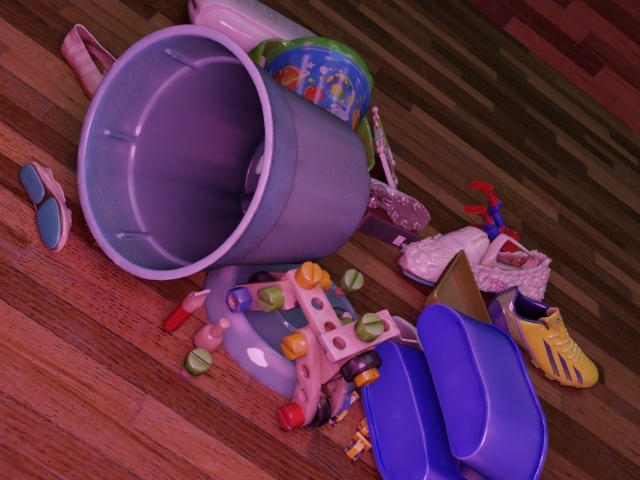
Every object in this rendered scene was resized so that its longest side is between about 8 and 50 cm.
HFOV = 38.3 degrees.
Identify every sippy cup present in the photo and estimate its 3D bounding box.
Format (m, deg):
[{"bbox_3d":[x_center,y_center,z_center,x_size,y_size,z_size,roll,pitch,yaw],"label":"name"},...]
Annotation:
[{"bbox_3d":[-0.020,-0.248,1.842,0.306,0.240,0.224,13,48,-3],"label":"sippy cup"}]

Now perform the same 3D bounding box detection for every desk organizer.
[{"bbox_3d":[0.135,-0.031,1.887,0.130,0.047,0.050,23,34,-26],"label":"desk organizer"}]

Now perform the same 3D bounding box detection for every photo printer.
[{"bbox_3d":[-0.144,-0.450,1.999,0.308,0.107,0.256,27,21,-17],"label":"photo printer"}]

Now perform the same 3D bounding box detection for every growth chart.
[{"bbox_3d":[0.144,-0.174,2.010,0.237,0.021,0.172,-90,160,-60],"label":"growth chart"}]

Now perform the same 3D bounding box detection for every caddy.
[{"bbox_3d":[0.209,0.265,1.419,0.179,0.241,0.341,30,33,-34],"label":"caddy"}]

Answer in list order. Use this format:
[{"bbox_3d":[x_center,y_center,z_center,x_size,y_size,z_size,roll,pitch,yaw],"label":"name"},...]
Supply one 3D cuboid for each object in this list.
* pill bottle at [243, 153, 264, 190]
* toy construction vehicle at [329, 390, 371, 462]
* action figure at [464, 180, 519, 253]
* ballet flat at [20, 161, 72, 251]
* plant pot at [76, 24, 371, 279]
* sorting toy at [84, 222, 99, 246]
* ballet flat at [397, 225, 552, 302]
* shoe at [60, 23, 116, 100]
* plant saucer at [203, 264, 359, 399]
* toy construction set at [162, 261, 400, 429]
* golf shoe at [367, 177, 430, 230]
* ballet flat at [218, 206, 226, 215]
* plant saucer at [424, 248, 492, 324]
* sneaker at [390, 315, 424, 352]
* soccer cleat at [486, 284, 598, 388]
[{"bbox_3d":[-0.102,-0.112,1.668,0.119,0.119,0.208,48,32,11],"label":"pill bottle"},{"bbox_3d":[0.054,0.285,1.435,0.086,0.035,0.098,47,33,9],"label":"toy construction vehicle"},{"bbox_3d":[0.354,-0.030,2.036,0.280,0.139,0.091,46,59,-49],"label":"action figure"},{"bbox_3d":[-0.393,-0.052,1.359,0.052,0.057,0.168,14,41,-51],"label":"ballet flat"},{"bbox_3d":[-0.113,-0.100,1.352,0.334,0.341,0.341,11,41,-56],"label":"plant pot"},{"bbox_3d":[-0.305,-0.006,1.391,0.102,0.061,0.042,1,73,1],"label":"sorting toy"},{"bbox_3d":[0.332,0.037,1.925,0.409,0.147,0.147,13,42,-38],"label":"ballet flat"},{"bbox_3d":[-0.389,-0.296,1.646,0.219,0.058,0.076,50,34,14],"label":"shoe"},{"bbox_3d":[-0.044,0.125,1.520,0.318,0.043,0.317,28,35,-21],"label":"plant saucer"},{"bbox_3d":[-0.040,0.115,1.298,0.309,0.237,0.257,10,62,-24],"label":"toy construction set"},{"bbox_3d":[0.145,-0.085,1.862,0.176,0.069,0.086,29,24,-19],"label":"golf shoe"},{"bbox_3d":[-0.264,-0.102,1.527,0.280,0.095,0.096,44,21,-15],"label":"ballet flat"},{"bbox_3d":[0.257,0.139,1.749,0.188,0.045,0.188,-47,119,-55],"label":"plant saucer"},{"bbox_3d":[0.175,0.189,1.669,0.152,0.054,0.061,42,23,-9],"label":"sneaker"},{"bbox_3d":[0.470,0.200,1.886,0.289,0.121,0.093,36,32,-8],"label":"soccer cleat"}]
